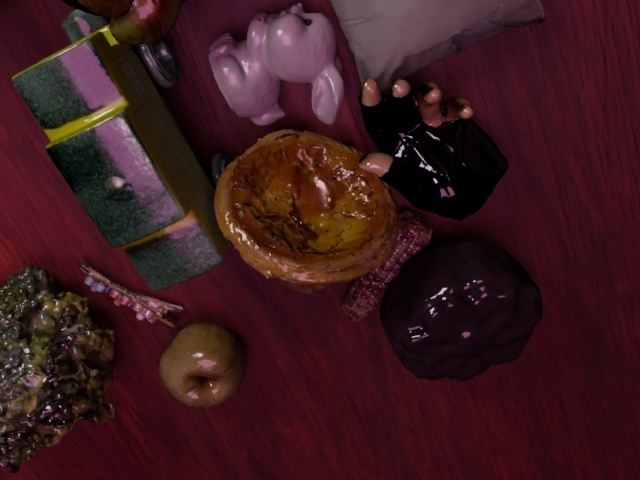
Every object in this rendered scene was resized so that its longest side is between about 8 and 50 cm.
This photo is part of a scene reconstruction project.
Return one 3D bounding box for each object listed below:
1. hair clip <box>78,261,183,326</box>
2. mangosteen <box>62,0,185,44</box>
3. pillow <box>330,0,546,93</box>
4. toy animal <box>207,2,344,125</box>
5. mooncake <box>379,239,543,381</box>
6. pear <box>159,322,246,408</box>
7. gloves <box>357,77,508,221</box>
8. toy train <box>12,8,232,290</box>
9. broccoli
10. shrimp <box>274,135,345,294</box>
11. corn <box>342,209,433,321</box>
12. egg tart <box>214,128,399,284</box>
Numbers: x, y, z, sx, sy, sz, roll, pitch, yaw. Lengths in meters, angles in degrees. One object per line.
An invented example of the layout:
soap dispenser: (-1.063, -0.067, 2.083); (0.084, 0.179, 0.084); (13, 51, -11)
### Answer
hair clip: (-0.361, 0.109, 1.280); (0.214, 0.062, 0.056); (27, 83, -18)
mangosteen: (-0.254, -0.412, 0.887); (0.288, 0.288, 0.288); (0, 117, 0)
pillow: (0.147, -0.392, 0.981); (0.312, 0.119, 0.310); (-25, 123, 4)
toy animal: (-0.063, -0.261, 1.051); (0.193, 0.127, 0.178); (-13, 118, 5)
mooncake: (0.252, 0.138, 1.210); (0.283, 0.141, 0.283); (-7, 132, -8)
pear: (-0.220, 0.233, 1.296); (0.167, 0.136, 0.167); (-2, 117, -3)
gloves: (0.161, -0.149, 1.073); (0.197, 0.152, 0.301); (-54, 135, -10)
toy train: (-0.268, -0.131, 1.038); (0.179, 0.272, 0.442); (-21, 115, 14)
broccoli: (-0.514, 0.222, 1.223); (0.272, 0.334, 0.324); (-16, 143, -29)
shrimp: (-0.012, -0.043, 1.188); (0.154, 0.062, 0.294); (22, 102, 6)
corn: (0.114, 0.049, 1.239); (0.079, 0.079, 0.237); (27, 118, -13)
egg tart: (-0.021, -0.041, 1.067); (0.290, 0.290, 0.115); (13, 147, -6)
